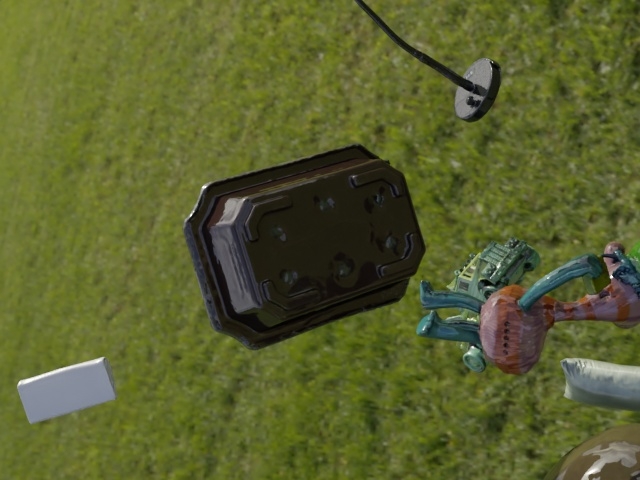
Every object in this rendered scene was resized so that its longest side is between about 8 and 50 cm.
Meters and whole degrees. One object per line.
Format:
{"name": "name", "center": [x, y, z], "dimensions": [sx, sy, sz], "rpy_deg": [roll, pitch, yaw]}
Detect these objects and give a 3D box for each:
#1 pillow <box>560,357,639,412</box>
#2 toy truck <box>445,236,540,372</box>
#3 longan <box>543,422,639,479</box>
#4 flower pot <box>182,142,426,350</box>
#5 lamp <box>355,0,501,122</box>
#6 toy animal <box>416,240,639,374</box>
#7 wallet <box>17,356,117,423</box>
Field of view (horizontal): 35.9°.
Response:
{"name": "pillow", "center": [0.554, 0.268, 1.756], "dimensions": [0.144, 0.254, 0.078], "rpy_deg": [68, -148, -59]}
{"name": "toy truck", "center": [0.277, 0.099, 1.703], "dimensions": [0.128, 0.135, 0.259], "rpy_deg": [-45, -21, -31]}
{"name": "longan", "center": [0.272, 0.268, 0.853], "dimensions": [0.196, 0.197, 0.220], "rpy_deg": [-112, 12, -47]}
{"name": "flower pot", "center": [0.000, 0.000, 0.998], "dimensions": [0.084, 0.251, 0.178], "rpy_deg": [-13, 94, 66]}
{"name": "lamp", "center": [0.143, -0.348, 1.657], "dimensions": [0.130, 0.371, 0.108], "rpy_deg": [-50, 9, 38]}
{"name": "toy animal", "center": [0.181, 0.048, 0.793], "dimensions": [0.208, 0.103, 0.100], "rpy_deg": [-9, 52, 12]}
{"name": "wallet", "center": [-0.333, 0.198, 1.303], "dimensions": [0.025, 0.122, 0.061], "rpy_deg": [-29, -78, -87]}
